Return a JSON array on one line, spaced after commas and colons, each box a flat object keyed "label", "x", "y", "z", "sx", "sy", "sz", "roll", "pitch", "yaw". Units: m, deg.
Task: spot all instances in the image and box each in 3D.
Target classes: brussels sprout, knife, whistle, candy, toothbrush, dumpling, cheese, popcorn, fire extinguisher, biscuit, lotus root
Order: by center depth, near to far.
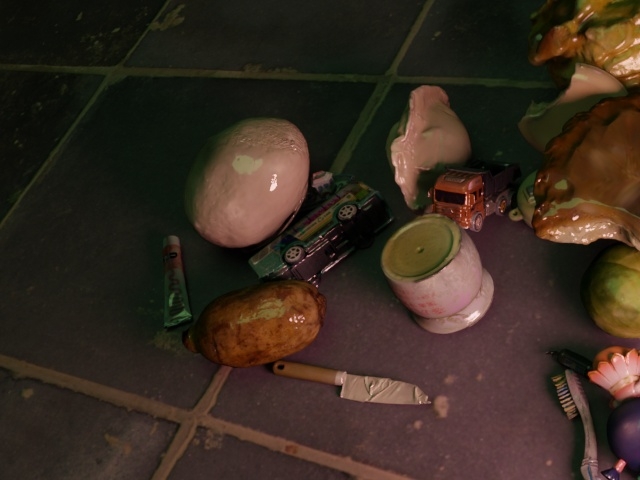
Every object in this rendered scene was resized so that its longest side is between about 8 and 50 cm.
[{"label": "toothbrush", "x": 0.360, "y": 0.340, "z": 1.227, "sx": 0.042, "sy": 0.035, "sz": 0.413, "roll": -35, "pitch": 39, "yaw": 28}, {"label": "biscuit", "x": 0.453, "y": -0.074, "z": 1.338, "sx": 0.335, "sy": 0.078, "sz": 0.329, "roll": -27, "pitch": 56, "yaw": -10}, {"label": "brussels sprout", "x": 0.445, "y": 0.071, "z": 1.353, "sx": 0.155, "sy": 0.117, "sz": 0.155, "roll": 1, "pitch": 62, "yaw": -1}, {"label": "fire extinguisher", "x": 0.367, "y": 0.174, "z": 1.374, "sx": 0.038, "sy": 0.025, "sz": 0.083, "roll": -16, "pitch": 30, "yaw": -40}, {"label": "cheese", "x": 0.446, "y": -0.173, "z": 1.507, "sx": 0.249, "sy": 0.163, "sz": 0.071, "roll": 33, "pitch": 33, "yaw": 10}, {"label": "knife", "x": 0.044, "y": 0.228, "z": 1.512, "sx": 0.298, "sy": 0.017, "sz": 0.047, "roll": 4, "pitch": 62, "yaw": 32}, {"label": "whistle", "x": 0.424, "y": -0.089, "z": 1.541, "sx": 0.258, "sy": 0.067, "sz": 0.126, "roll": -21, "pitch": 43, "yaw": 8}, {"label": "lotus root", "x": -0.115, "y": 0.140, "z": 1.597, "sx": 0.260, "sy": 0.128, "sz": 0.145, "roll": -14, "pitch": 21, "yaw": 14}, {"label": "popcorn", "x": 0.479, "y": -0.337, "z": 1.605, "sx": 0.258, "sy": 0.224, "sz": 0.270, "roll": 30, "pitch": 42, "yaw": 29}, {"label": "dumpling", "x": 0.181, "y": -0.166, "z": 1.652, "sx": 0.147, "sy": 0.193, "sz": 0.258, "roll": -4, "pitch": 40, "yaw": 34}, {"label": "candy", "x": -0.145, "y": -0.117, "z": 1.766, "sx": 0.295, "sy": 0.185, "sz": 0.295, "roll": -32, "pitch": 40, "yaw": 31}]

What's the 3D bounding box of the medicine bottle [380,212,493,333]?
[{"label": "medicine bottle", "x": 0.182, "y": 0.054, "z": 1.496, "sx": 0.147, "sy": 0.143, "sz": 0.147, "roll": -19, "pitch": 42, "yaw": 18}]

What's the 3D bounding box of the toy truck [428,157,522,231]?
[{"label": "toy truck", "x": 0.256, "y": -0.083, "z": 1.573, "sx": 0.083, "sy": 0.092, "sz": 0.192, "roll": 12, "pitch": 25, "yaw": 35}]

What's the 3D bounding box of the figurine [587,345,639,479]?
[{"label": "figurine", "x": 0.408, "y": 0.229, "z": 1.251, "sx": 0.111, "sy": 0.102, "sz": 0.195, "roll": -49, "pitch": 39, "yaw": 33}]

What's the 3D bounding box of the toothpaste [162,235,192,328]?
[{"label": "toothpaste", "x": -0.276, "y": 0.077, "z": 1.814, "sx": 0.056, "sy": 0.036, "sz": 0.205, "roll": -21, "pitch": 49, "yaw": 10}]

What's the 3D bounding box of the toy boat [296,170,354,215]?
[{"label": "toy boat", "x": -0.002, "y": -0.095, "z": 1.785, "sx": 0.140, "sy": 0.066, "sz": 0.059, "roll": -20, "pitch": 42, "yaw": 12}]

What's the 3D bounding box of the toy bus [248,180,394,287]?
[{"label": "toy bus", "x": 0.000, "y": 0.000, "z": 1.689, "sx": 0.262, "sy": 0.091, "sz": 0.109, "roll": -37, "pitch": 37, "yaw": -6}]
